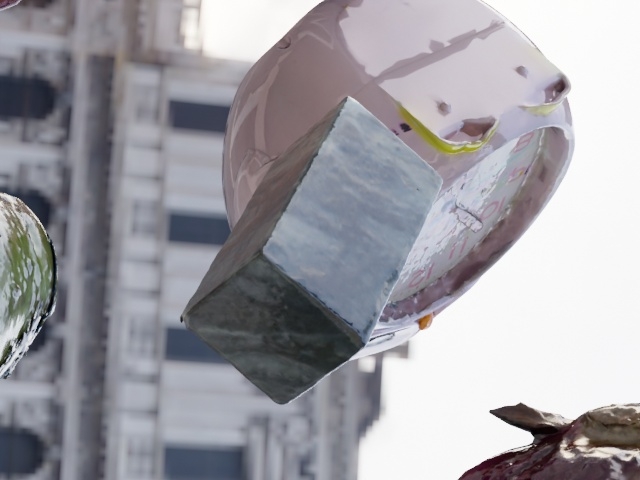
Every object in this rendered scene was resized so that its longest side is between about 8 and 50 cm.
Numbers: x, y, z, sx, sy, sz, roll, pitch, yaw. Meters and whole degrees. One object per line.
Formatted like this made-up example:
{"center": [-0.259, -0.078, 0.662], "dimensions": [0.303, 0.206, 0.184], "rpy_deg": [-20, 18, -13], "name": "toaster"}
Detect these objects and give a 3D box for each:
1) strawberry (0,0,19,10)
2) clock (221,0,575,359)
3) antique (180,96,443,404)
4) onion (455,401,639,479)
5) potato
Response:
{"center": [-0.269, -0.169, 1.138], "dimensions": [0.174, 0.228, 0.098], "rpy_deg": [-95, -166, -48], "name": "strawberry"}
{"center": [0.053, -0.063, 1.932], "dimensions": [0.250, 0.368, 0.377], "rpy_deg": [46, -40, 22], "name": "clock"}
{"center": [0.000, 0.000, 1.223], "dimensions": [0.088, 0.086, 0.183], "rpy_deg": [-38, -164, 41], "name": "antique"}
{"center": [0.180, 0.265, 1.064], "dimensions": [0.159, 0.267, 0.349], "rpy_deg": [-15, 101, -80], "name": "onion"}
{"center": [-0.161, 0.046, 0.888], "dimensions": [0.119, 0.054, 0.198], "rpy_deg": [-57, -176, 10], "name": "potato"}
